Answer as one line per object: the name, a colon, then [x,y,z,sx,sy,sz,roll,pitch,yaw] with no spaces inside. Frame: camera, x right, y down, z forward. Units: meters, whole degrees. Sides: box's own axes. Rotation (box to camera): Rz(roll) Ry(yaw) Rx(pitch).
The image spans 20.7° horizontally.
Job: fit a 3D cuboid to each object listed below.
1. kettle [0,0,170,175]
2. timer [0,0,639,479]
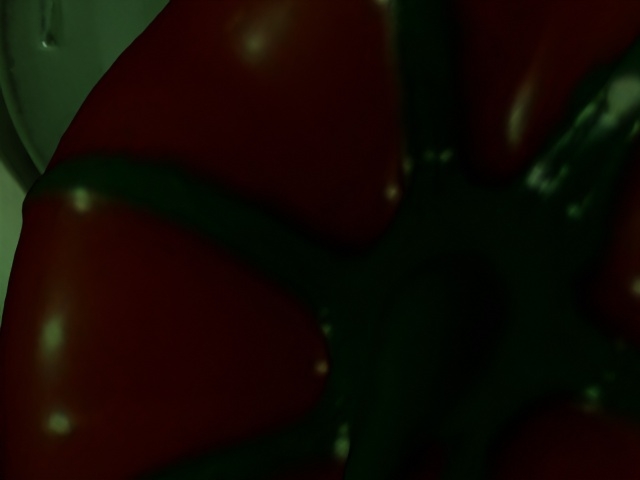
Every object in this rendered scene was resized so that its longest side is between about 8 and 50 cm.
kettle: [0.007,-0.112,0.890,0.319,0.247,0.342,43,11,-13]
timer: [0.090,0.049,0.533,0.279,0.378,0.378,29,31,-55]
